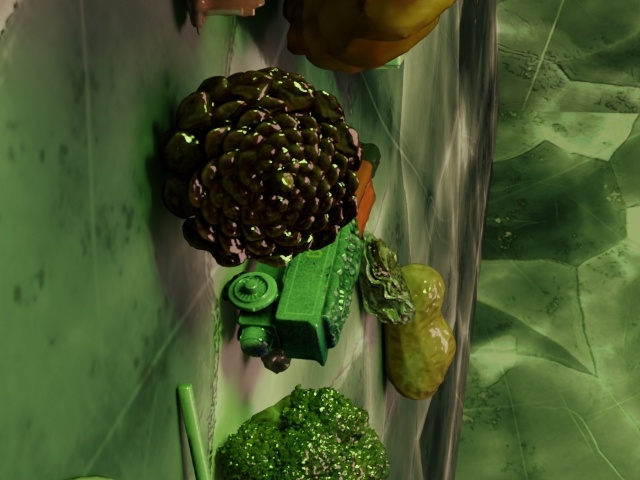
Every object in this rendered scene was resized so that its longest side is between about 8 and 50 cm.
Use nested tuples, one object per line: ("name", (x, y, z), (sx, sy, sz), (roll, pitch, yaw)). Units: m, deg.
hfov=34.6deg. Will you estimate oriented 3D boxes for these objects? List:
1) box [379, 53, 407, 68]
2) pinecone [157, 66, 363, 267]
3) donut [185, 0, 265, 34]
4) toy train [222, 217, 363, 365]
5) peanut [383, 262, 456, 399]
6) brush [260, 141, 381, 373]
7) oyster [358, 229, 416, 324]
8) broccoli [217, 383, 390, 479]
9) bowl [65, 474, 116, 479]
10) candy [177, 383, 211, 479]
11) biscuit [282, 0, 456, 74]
("box", (0.056, -0.331, 1.109), (0.135, 0.079, 0.269), (-65, 155, -58))
("pinecone", (-0.042, -0.050, 0.690), (0.121, 0.140, 0.140), (-110, -163, -69))
("donut", (-0.052, -0.226, 0.726), (0.166, 0.065, 0.117), (-71, 160, -53))
("toy train", (-0.018, 0.026, 0.852), (0.070, 0.100, 0.172), (80, 18, -46))
("peanut", (0.147, 0.136, 1.535), (0.095, 0.108, 0.226), (-77, 164, -65))
("brush", (0.000, -0.001, 0.984), (0.323, 0.070, 0.051), (-71, 155, -46))
("oyster", (0.085, 0.057, 1.372), (0.177, 0.064, 0.125), (60, 19, -48))
("broccoli", (-0.013, 0.193, 0.854), (0.138, 0.146, 0.162), (52, -37, 46))
("bowl", (-0.081, 0.306, 0.546), (0.337, 0.158, 0.337), (4, 90, -75))
("candy", (-0.077, 0.241, 0.769), (0.078, 0.084, 0.287), (-55, 136, -70))
("biscuit", (0.059, -0.288, 0.799), (0.326, 0.107, 0.325), (-173, -90, -71))
